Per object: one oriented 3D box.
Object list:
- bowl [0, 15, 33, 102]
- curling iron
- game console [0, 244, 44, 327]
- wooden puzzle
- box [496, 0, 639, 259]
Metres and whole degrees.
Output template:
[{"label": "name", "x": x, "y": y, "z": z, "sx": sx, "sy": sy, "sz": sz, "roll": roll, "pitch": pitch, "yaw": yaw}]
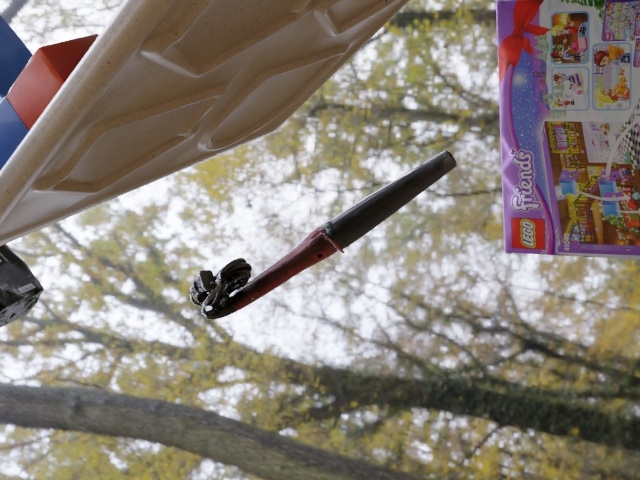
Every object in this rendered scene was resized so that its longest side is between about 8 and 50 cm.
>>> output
[{"label": "bowl", "x": -0.567, "y": -0.342, "z": 1.314, "sx": 0.077, "sy": 0.391, "sz": 0.391, "roll": -49, "pitch": -43, "yaw": -12}, {"label": "curling iron", "x": 0.000, "y": 0.000, "z": 0.806, "sx": 0.035, "sy": 0.274, "sz": 0.068, "roll": 66, "pitch": -167, "yaw": 20}, {"label": "game console", "x": -0.330, "y": -0.003, "z": 0.627, "sx": 0.044, "sy": 0.213, "sz": 0.361, "roll": -48, "pitch": 1, "yaw": 5}, {"label": "wooden puzzle", "x": -0.055, "y": -0.130, "z": 0.567, "sx": 0.322, "sy": 0.348, "sz": 0.080, "roll": -31, "pitch": -91, "yaw": -51}, {"label": "box", "x": 0.299, "y": -0.124, "z": 0.988, "sx": 0.057, "sy": 0.201, "sz": 0.293, "roll": -45, "pitch": -46, "yaw": -58}]
